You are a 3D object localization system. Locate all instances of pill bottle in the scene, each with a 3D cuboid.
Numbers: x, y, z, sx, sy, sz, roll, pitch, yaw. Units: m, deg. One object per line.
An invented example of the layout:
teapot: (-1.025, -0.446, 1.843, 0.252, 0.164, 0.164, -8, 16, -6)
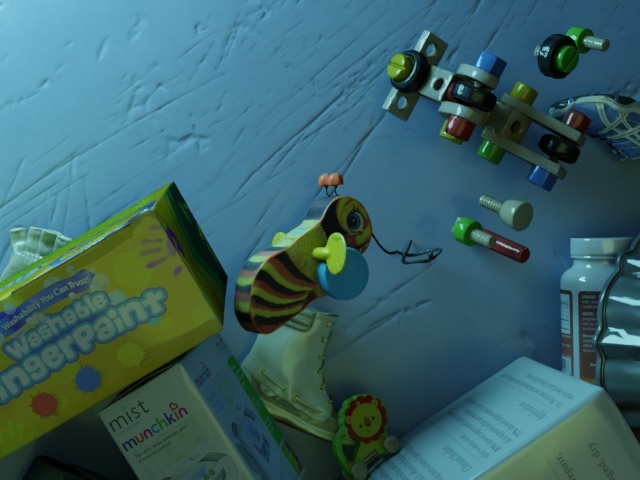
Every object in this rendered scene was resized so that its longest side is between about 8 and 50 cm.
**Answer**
pill bottle: (0.397, 0.103, 1.781, 0.121, 0.121, 0.216, -1, 93, -8)

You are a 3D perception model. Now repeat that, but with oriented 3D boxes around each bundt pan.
bundt pan: (0.521, 0.138, 1.726, 0.330, 0.124, 0.331, 0, 90, -39)

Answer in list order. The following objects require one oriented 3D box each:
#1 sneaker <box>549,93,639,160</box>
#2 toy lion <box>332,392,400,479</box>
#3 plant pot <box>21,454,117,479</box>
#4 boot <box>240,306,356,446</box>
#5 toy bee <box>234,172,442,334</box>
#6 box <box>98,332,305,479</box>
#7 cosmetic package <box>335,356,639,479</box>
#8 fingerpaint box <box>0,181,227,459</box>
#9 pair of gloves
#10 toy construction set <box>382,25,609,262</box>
sneaker: (0.424, -0.157, 1.797, 0.211, 0.080, 0.081, 10, 87, -7)
toy lion: (0.054, 0.260, 1.720, 0.100, 0.034, 0.096, -36, 98, -29)
plant pot: (-0.312, 0.472, 1.608, 0.341, 0.341, 0.334, 25, 80, -8)
boot: (-0.003, 0.181, 1.752, 0.213, 0.077, 0.165, 24, 86, -8)
toy bee: (0.000, 0.000, 1.704, 0.298, 0.195, 0.162, -30, 104, -47)
box: (-0.142, 0.253, 1.584, 0.126, 0.262, 0.231, -31, 91, 7)
cosmetic package: (0.236, 0.404, 1.665, 0.393, 0.329, 0.327, -33, 97, -5)
fingerpaint box: (-0.335, 0.120, 1.517, 0.444, 0.371, 0.163, -30, 97, 0)
pair of gloves: (-0.314, 0.088, 1.720, 0.240, 0.042, 0.204, 5, 96, -3)
toy construction set: (0.204, -0.147, 1.737, 0.257, 0.237, 0.309, -8, 113, -37)
